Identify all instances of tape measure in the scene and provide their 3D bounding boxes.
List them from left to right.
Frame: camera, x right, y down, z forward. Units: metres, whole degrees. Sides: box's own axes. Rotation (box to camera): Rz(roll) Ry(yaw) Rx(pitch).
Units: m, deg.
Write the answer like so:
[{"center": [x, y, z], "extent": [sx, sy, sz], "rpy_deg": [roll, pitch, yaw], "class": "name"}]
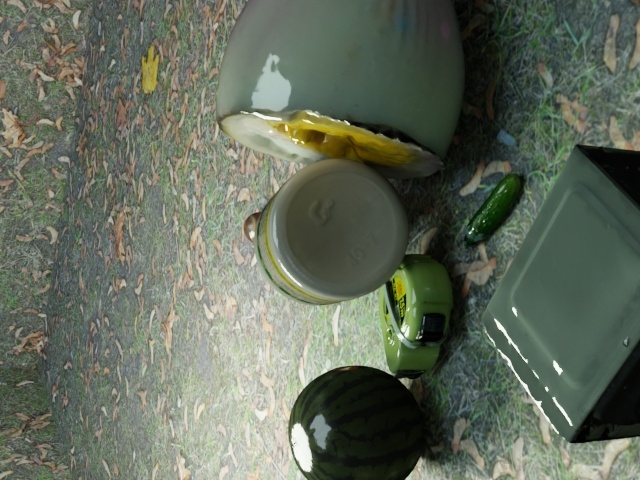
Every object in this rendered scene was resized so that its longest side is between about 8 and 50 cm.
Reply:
[{"center": [0.145, 0.098, 1.434], "extent": [0.154, 0.087, 0.177], "rpy_deg": [118, 147, -54], "class": "tape measure"}]

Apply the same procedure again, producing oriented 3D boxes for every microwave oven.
[{"center": [0.341, 0.054, 0.861], "extent": [0.181, 0.295, 0.237], "rpy_deg": [61, 139, 44], "class": "microwave oven"}]

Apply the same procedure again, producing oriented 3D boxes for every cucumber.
[{"center": [0.237, -0.034, 1.327], "extent": [0.155, 0.037, 0.037], "rpy_deg": [-60, 39, 42], "class": "cucumber"}]

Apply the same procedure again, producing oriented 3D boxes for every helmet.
[{"center": [-0.139, -0.022, 1.998], "extent": [0.065, 0.049, 0.084], "rpy_deg": [46, 128, 51], "class": "helmet"}]

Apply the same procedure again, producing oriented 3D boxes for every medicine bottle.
[{"center": [0.000, 0.000, 1.514], "extent": [0.339, 0.208, 0.208], "rpy_deg": [148, 121, -77], "class": "medicine bottle"}]

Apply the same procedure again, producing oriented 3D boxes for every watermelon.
[{"center": [0.058, 0.295, 1.461], "extent": [0.212, 0.212, 0.212], "rpy_deg": [-5, 85, 61], "class": "watermelon"}]

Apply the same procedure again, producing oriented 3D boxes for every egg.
[{"center": [0.045, -0.289, 1.380], "extent": [0.354, 0.354, 0.340], "rpy_deg": [-2, 75, 61], "class": "egg"}]
